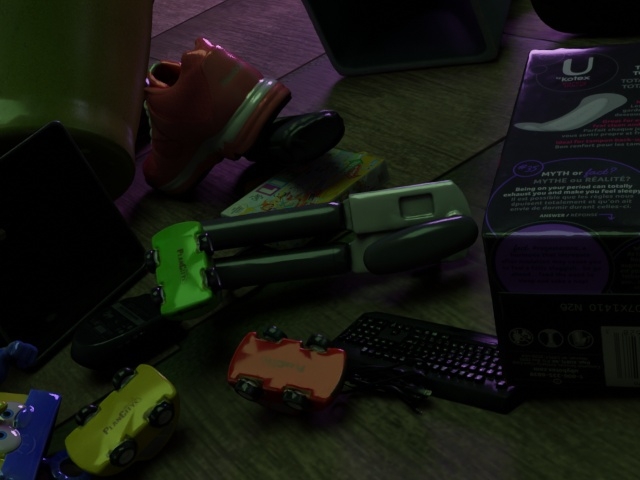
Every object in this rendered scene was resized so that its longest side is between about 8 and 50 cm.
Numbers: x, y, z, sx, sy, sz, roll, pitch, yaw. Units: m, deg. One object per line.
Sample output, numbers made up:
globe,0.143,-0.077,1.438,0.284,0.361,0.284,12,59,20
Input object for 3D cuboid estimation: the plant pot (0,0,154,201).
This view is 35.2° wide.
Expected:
plant pot,-0.367,-0.223,1.261,0.367,0.366,0.352,-15,66,10

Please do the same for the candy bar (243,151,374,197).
candy bar,-0.016,-0.074,1.165,0.162,0.018,0.040,-12,34,15

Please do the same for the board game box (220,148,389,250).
board game box,-0.015,-0.047,1.071,0.103,0.026,0.154,17,44,43

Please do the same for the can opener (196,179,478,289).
can opener,0.000,0.000,0.918,0.284,0.075,0.095,-8,2,7

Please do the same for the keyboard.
keyboard,0.081,0.090,0.804,0.192,0.038,0.100,7,40,42

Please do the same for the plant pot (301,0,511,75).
plant pot,0.126,-0.403,1.349,0.247,0.247,0.252,1,46,34

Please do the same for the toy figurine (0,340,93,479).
toy figurine,-0.296,0.177,0.853,0.217,0.191,0.362,9,30,-5

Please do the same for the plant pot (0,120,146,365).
plant pot,-0.337,0.007,1.083,0.167,0.188,0.187,-7,30,46

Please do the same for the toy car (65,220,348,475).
toy car,-0.103,0.081,0.866,0.239,0.053,0.225,-18,51,4

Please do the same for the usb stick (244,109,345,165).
usb stick,-0.039,-0.116,1.140,0.077,0.045,0.278,-34,12,-9

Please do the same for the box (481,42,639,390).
box,0.229,-0.028,0.772,0.165,0.143,0.270,1,38,21

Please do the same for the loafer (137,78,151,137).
loafer,-0.365,-0.141,1.459,0.303,0.095,0.109,-22,59,7

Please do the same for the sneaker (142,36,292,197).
sneaker,-0.152,-0.152,1.179,0.116,0.136,0.314,-55,16,-28

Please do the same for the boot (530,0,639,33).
boot,0.478,-0.367,1.230,0.377,0.138,0.284,2,36,44

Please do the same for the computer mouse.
computer mouse,-0.134,0.065,0.998,0.242,0.041,0.071,-27,29,-24
